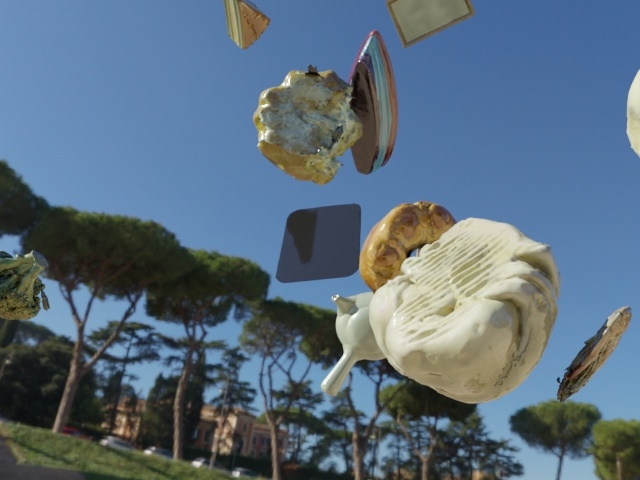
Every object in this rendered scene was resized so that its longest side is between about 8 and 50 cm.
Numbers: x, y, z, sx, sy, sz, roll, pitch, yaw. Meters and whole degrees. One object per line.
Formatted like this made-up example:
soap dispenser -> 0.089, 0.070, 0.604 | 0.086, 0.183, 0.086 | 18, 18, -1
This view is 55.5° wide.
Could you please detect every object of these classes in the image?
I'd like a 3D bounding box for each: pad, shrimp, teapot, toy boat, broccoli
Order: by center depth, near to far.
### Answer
broccoli -> -0.495, 0.067, 0.976 | 0.120, 0.131, 0.130 | -41, -9, 3
shrimp -> 0.438, 0.183, 0.983 | 0.042, 0.190, 0.101 | 39, 12, 33
pad -> 0.000, 0.000, 1.342 | 0.181, 0.267, 0.004 | -7, -54, 11
toy boat -> 0.109, -0.296, 1.395 | 0.136, 0.079, 0.392 | 20, -29, 16
teapot -> 0.132, 0.313, 1.826 | 0.219, 0.318, 0.149 | 7, -1, 10

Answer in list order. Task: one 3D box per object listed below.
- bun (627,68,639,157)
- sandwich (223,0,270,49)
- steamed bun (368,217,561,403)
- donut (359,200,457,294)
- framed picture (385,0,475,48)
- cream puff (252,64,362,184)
bun -> 0.856, -0.298, 1.318 | 0.349, 0.227, 0.352 | 27, -68, -37
sandwich -> -0.222, -0.577, 1.588 | 0.113, 0.079, 0.163 | -47, -17, 17
steamed bun -> 0.274, 0.143, 1.116 | 0.247, 0.339, 0.352 | 58, -11, -26
donut -> 0.257, 0.046, 1.705 | 0.317, 0.299, 0.150 | -13, -1, -25
framed picture -> 0.288, -0.613, 1.606 | 0.200, 0.136, 0.010 | -22, 1, 15
cream puff -> -0.016, -0.149, 0.828 | 0.121, 0.156, 0.156 | 12, -21, 23
